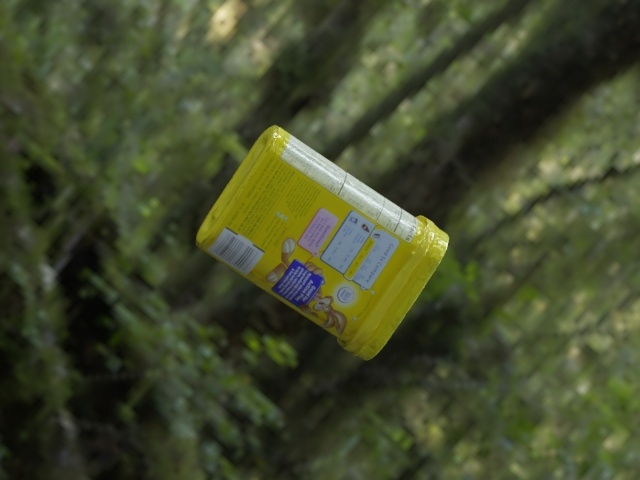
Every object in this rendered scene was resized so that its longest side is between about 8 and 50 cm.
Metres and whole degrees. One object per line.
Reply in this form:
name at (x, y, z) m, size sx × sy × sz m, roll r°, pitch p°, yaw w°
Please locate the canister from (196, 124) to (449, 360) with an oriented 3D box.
canister at (0.000, 0.000, 1.584) m, size 0.170 × 0.126 × 0.073 m, roll 33°, pitch 1°, yaw -13°
